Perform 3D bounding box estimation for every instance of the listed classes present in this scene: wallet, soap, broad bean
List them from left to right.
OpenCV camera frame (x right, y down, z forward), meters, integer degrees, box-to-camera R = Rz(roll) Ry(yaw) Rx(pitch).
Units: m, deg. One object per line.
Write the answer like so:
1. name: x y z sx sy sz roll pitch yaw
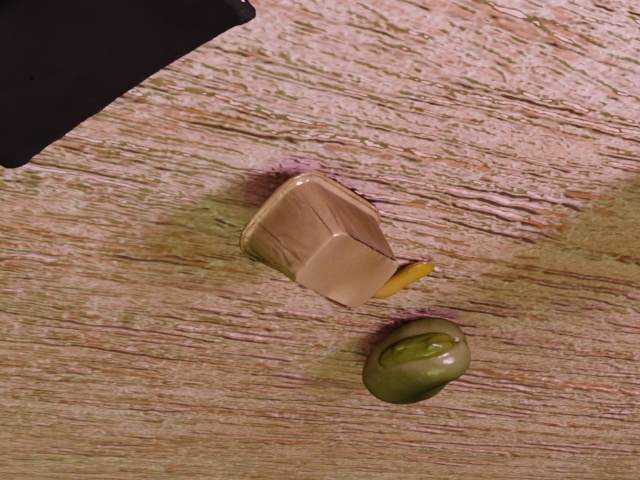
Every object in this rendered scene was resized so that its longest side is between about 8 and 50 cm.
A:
1. wallet: -0.196 -0.141 0.941 0.285 0.030 0.146 -28 144 28
2. soap: 0.090 0.044 1.387 0.034 0.012 0.089 19 141 -42
3. broad bean: 0.117 0.155 1.528 0.125 0.082 0.174 0 149 -22

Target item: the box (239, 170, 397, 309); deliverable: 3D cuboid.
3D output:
1. box: 0.000 0.000 1.200 0.111 0.111 0.177 -23 153 23
